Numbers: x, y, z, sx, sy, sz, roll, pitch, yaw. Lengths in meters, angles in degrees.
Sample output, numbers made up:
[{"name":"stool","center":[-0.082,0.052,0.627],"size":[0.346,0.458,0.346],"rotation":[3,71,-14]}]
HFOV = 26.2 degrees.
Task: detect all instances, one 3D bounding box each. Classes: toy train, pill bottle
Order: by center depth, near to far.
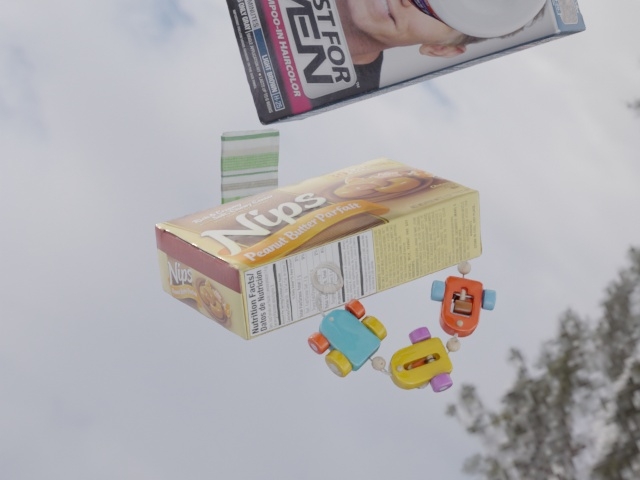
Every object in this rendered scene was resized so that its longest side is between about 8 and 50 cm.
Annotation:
[{"name":"pill bottle","center":[0.121,-0.237,1.166],"size":[0.108,0.108,0.193],"rotation":[53,-177,-17]},{"name":"toy train","center":[0.069,0.075,1.215],"size":[0.046,0.166,0.125],"rotation":[104,172,-63]}]

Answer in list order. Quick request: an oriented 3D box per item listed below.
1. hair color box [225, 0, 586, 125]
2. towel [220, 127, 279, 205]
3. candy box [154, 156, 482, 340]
[{"name":"hair color box","center":[0.081,-0.249,1.436],"size":[0.105,0.347,0.174],"rotation":[-20,-86,-63]},{"name":"towel","center":[-0.130,-0.128,2.494],"size":[0.023,0.113,0.152],"rotation":[-139,47,-60]},{"name":"candy box","center":[0.000,0.000,1.519],"size":[0.316,0.183,0.087],"rotation":[-19,-65,-30]}]
